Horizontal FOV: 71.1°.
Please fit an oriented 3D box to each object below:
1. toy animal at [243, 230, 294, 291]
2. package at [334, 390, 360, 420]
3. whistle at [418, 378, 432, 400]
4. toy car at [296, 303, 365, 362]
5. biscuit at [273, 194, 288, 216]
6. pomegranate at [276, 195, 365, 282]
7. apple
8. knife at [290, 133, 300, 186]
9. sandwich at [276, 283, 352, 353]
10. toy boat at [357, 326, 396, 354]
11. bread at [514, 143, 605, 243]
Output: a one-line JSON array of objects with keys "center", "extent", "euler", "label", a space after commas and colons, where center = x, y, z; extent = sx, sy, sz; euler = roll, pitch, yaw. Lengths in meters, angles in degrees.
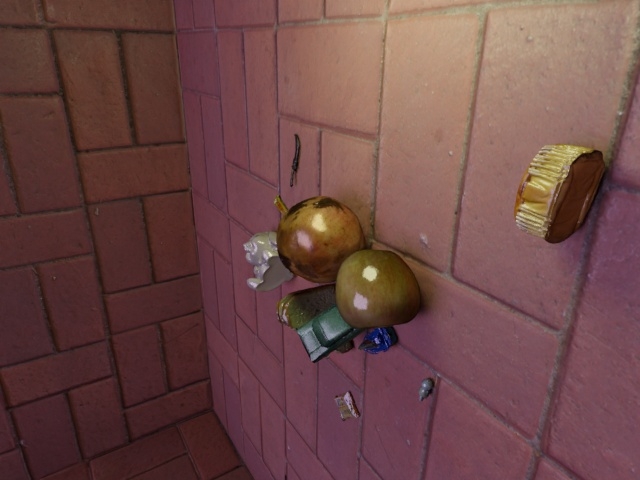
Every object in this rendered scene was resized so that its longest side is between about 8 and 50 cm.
[{"center": [-0.245, 0.077, 2.064], "extent": [0.265, 0.206, 0.271], "euler": [56, 129, 46], "label": "toy animal"}, {"center": [0.108, 0.689, 1.861], "extent": [0.121, 0.031, 0.107], "euler": [-42, 66, 50], "label": "package"}, {"center": [0.328, 0.470, 1.408], "extent": [0.035, 0.035, 0.100], "euler": [44, 138, 42], "label": "whistle"}, {"center": [0.069, 0.291, 1.558], "extent": [0.321, 0.097, 0.141], "euler": [-37, 62, 13], "label": "toy car"}, {"center": [-0.132, -0.089, 1.960], "extent": [0.048, 0.026, 0.291], "euler": [-54, 53, 28], "label": "biscuit"}, {"center": [0.000, 0.000, 1.528], "extent": [0.322, 0.323, 0.321], "euler": [29, 125, 51], "label": "pomegranate"}, {"center": [0.169, 0.144, 1.337], "extent": [0.257, 0.257, 0.233], "euler": [-27, 61, 59], "label": "apple"}, {"center": [-0.101, -0.319, 1.821], "extent": [0.046, 0.021, 0.222], "euler": [35, 126, 47], "label": "knife"}, {"center": [-0.026, 0.323, 1.726], "extent": [0.100, 0.255, 0.288], "euler": [-19, 88, 61], "label": "sandwich"}, {"center": [0.174, 0.354, 1.543], "extent": [0.091, 0.110, 0.175], "euler": [67, 150, 17], "label": "toy boat"}, {"center": [0.458, -0.095, 0.880], "extent": [0.114, 0.132, 0.190], "euler": [36, 128, 51], "label": "bread"}]
